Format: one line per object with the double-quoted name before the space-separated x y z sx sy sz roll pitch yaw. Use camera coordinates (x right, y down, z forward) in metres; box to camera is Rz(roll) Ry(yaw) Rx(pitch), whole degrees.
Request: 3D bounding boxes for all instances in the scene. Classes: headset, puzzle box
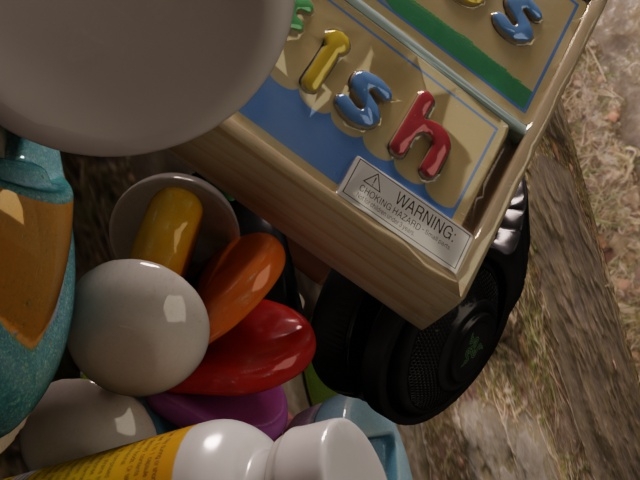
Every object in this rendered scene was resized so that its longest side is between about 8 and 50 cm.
"headset" 0.003 0.063 1.005 0.185 0.243 0.394 78 26 -44
"puzzle box" -0.038 -0.168 0.879 0.409 0.052 0.272 35 55 -9

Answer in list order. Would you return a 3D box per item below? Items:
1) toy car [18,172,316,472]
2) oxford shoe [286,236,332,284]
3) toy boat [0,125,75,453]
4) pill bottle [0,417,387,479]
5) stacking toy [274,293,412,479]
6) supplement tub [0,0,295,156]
"toy car" -0.075 0.063 0.829 0.136 0.182 0.159 23 29 -6
"oxford shoe" 0.000 0.000 1.223 0.212 0.076 0.076 48 45 -37
"toy boat" -0.195 -0.030 0.633 0.318 0.148 0.268 -5 79 -70
"pill bottle" -0.073 0.152 0.714 0.117 0.208 0.118 53 28 -44
"stacking toy" 0.052 0.149 1.167 0.309 0.130 0.280 43 36 -55
"supplement tub" -0.093 -0.145 0.648 0.144 0.144 0.200 57 12 -37
